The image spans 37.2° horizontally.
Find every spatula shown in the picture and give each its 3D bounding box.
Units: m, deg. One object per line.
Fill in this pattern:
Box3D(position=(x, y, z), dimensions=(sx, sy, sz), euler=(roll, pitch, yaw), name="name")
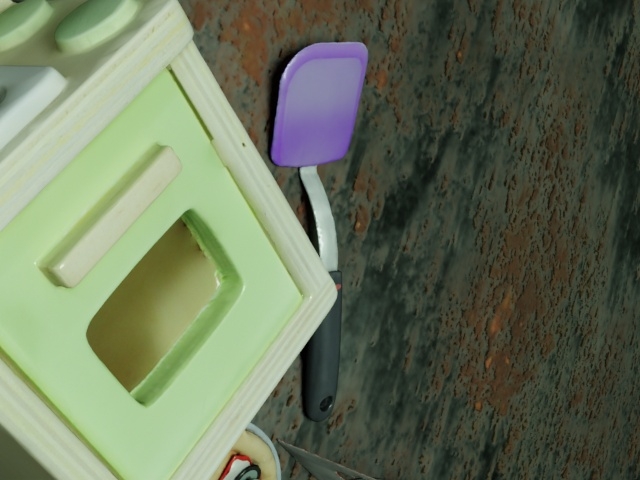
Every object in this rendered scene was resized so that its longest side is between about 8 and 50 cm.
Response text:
Box3D(position=(0.000, 0.000, 0.727), dimensions=(0.084, 0.030, 0.297), euler=(-10, 104, -41), name="spatula")

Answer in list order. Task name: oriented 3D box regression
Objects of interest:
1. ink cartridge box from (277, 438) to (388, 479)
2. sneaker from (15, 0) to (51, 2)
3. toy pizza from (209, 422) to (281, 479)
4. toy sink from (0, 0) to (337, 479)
Box3D(position=(0.093, 0.219, 0.749), dimensions=(0.056, 0.181, 0.225), euler=(-54, 127, -24), name="ink cartridge box")
Box3D(position=(-0.220, -0.221, 0.438), dimensions=(0.295, 0.104, 0.147), euler=(12, 87, -50), name="sneaker")
Box3D(position=(-0.102, 0.205, 0.624), dimensions=(0.201, 0.032, 0.201), euler=(-24, 130, -32), name="toy pizza")
Box3D(position=(-0.116, -0.010, 0.379), dimensions=(0.153, 0.131, 0.234), euler=(-52, 131, -29), name="toy sink")
